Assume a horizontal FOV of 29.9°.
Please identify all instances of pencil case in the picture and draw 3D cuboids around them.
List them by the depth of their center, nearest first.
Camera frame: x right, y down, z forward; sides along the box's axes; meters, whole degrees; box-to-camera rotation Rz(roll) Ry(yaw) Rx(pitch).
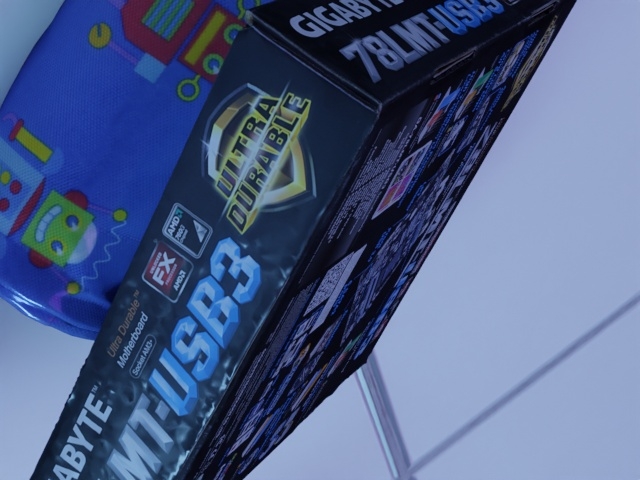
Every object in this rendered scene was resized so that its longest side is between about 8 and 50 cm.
[{"bbox_3d":[-0.059,-0.103,0.560,0.119,0.133,0.306,33,100,-7],"label":"pencil case"}]

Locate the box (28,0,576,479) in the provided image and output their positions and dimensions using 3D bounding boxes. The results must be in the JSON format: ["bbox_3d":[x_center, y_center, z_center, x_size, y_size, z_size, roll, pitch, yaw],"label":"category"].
[{"bbox_3d":[0.000,0.000,0.609,0.293,0.073,0.295,-39,160,-57],"label":"box"}]
